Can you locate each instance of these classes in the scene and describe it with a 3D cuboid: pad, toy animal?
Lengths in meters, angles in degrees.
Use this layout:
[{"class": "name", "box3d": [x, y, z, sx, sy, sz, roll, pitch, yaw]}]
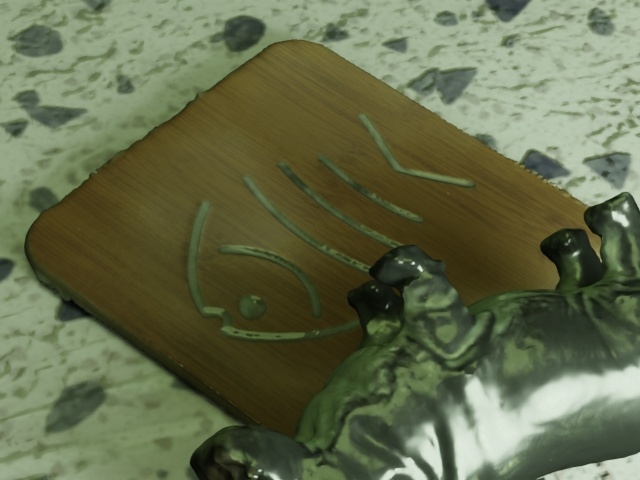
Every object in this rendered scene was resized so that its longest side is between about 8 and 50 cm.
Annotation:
[{"class": "pad", "box3d": [0.000, 0.000, 1.245, 0.286, 0.018, 0.284, 33, 52, 24]}, {"class": "toy animal", "box3d": [0.056, 0.097, 1.088, 0.343, 0.106, 0.168, -30, 83, -24]}]
